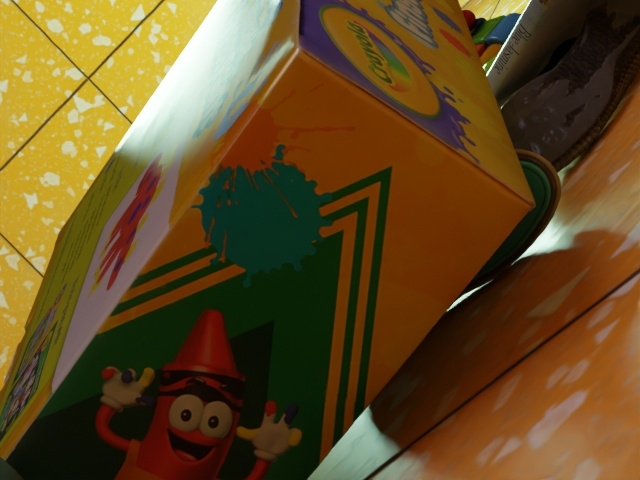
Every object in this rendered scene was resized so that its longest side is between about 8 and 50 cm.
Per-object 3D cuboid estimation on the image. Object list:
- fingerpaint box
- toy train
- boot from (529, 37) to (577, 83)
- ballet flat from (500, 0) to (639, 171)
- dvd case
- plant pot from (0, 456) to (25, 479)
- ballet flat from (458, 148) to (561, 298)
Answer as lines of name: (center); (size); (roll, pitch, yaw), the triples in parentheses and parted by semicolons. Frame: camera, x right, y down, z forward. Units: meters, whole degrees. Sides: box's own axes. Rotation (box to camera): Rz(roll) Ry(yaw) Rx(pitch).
fingerpaint box: (-0.053, -0.010, 0.964); (0.371, 0.163, 0.445); (-53, 15, 19)
toy train: (0.159, -0.162, 1.527); (0.143, 0.105, 0.248); (-12, 30, 52)
boot: (0.187, -0.117, 1.242); (0.099, 0.045, 0.121); (-45, -1, -28)
ballet flat: (0.206, -0.117, 1.111); (0.084, 0.058, 0.250); (12, 49, 30)
dvd case: (0.231, -0.207, 1.230); (0.180, 0.022, 0.253); (-33, -13, -22)
plant pot: (-0.242, 0.242, 0.624); (0.293, 0.293, 0.235); (-44, 20, -1)
ballet flat: (0.077, 0.010, 0.987); (0.232, 0.080, 0.073); (-40, -4, 27)
